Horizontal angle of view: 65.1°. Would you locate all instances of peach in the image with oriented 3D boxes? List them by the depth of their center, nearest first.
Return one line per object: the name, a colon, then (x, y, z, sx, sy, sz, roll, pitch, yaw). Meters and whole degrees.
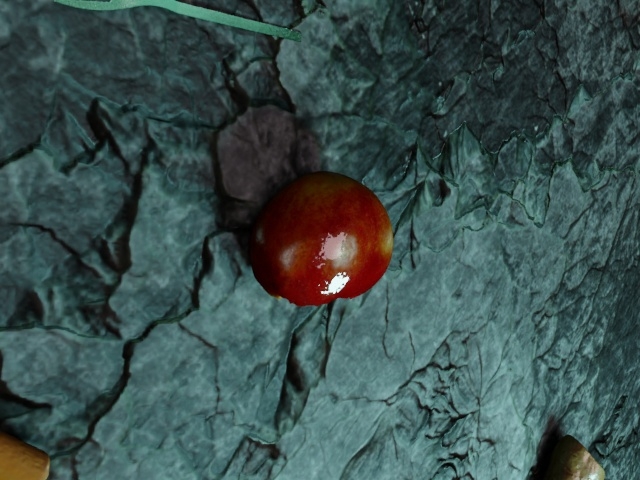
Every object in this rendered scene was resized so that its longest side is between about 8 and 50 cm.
peach: (-0.001, -0.005, 0.514, 0.118, 0.151, 0.151, 1, 98, -79)

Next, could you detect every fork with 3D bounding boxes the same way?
fork: (-0.112, -0.212, 0.459, 0.235, 0.021, 0.039, -3, 101, -34)

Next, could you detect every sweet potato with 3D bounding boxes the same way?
sweet potato: (0.428, 0.468, 0.871, 0.097, 0.097, 0.251, 18, 84, -35)

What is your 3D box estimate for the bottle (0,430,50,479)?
bottle: (-0.292, 0.144, 0.353, 0.187, 0.069, 0.069, 46, 70, -28)
